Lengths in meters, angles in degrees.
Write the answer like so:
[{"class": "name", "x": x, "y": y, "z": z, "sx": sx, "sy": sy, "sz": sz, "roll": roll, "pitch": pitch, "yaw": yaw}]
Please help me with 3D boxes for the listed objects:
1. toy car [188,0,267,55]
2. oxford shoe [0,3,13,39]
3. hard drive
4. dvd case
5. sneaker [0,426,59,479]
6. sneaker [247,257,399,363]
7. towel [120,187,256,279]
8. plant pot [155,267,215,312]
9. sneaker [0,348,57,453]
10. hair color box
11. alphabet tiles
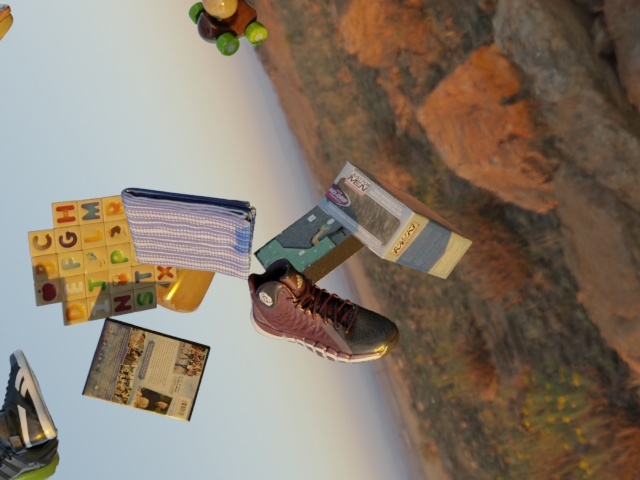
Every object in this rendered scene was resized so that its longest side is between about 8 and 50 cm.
[{"class": "toy car", "x": -0.212, "y": -0.547, "z": 1.904, "sx": 0.155, "sy": 0.149, "sz": 0.188, "roll": 49, "pitch": 153, "yaw": 27}, {"class": "oxford shoe", "x": -0.864, "y": -0.407, "z": 2.024, "sx": 0.140, "sy": 0.397, "sz": 0.146, "roll": 15, "pitch": 152, "yaw": 39}, {"class": "hard drive", "x": 0.000, "y": 0.000, "z": 2.269, "sx": 0.064, "sy": 0.339, "sz": 0.237, "roll": 57, "pitch": 173, "yaw": -32}, {"class": "dvd case", "x": -0.391, "y": 0.294, "z": 1.904, "sx": 0.022, "sy": 0.253, "sz": 0.180, "roll": 163, "pitch": 123, "yaw": -68}, {"class": "sneaker", "x": -0.664, "y": 0.454, "z": 1.710, "sx": 0.111, "sy": 0.300, "sz": 0.121, "roll": 32, "pitch": 119, "yaw": 26}, {"class": "sneaker", "x": -0.008, "y": 0.114, "z": 1.436, "sx": 0.163, "sy": 0.281, "sz": 0.106, "roll": 77, "pitch": -151, "yaw": -44}, {"class": "towel", "x": -0.249, "y": -0.003, "z": 1.616, "sx": 0.336, "sy": 0.243, "sz": 0.040, "roll": 104, "pitch": 173, "yaw": -66}, {"class": "plant pot", "x": -0.360, "y": 0.025, "z": 2.263, "sx": 0.237, "sy": 0.254, "sz": 0.237, "roll": 33, "pitch": -160, "yaw": -14}, {"class": "sneaker", "x": -0.612, "y": 0.318, "z": 1.651, "sx": 0.217, "sy": 0.121, "sz": 0.079, "roll": 54, "pitch": 159, "yaw": 34}, {"class": "hair color box", "x": 0.169, "y": -0.034, "z": 1.776, "sx": 0.185, "sy": 0.114, "sz": 0.374, "roll": 40, "pitch": -170, "yaw": 27}, {"class": "alphabet tiles", "x": -0.495, "y": 0.041, "z": 1.939, "sx": 0.011, "sy": 0.342, "sz": 0.285, "roll": 16, "pitch": 111, "yaw": 54}]
